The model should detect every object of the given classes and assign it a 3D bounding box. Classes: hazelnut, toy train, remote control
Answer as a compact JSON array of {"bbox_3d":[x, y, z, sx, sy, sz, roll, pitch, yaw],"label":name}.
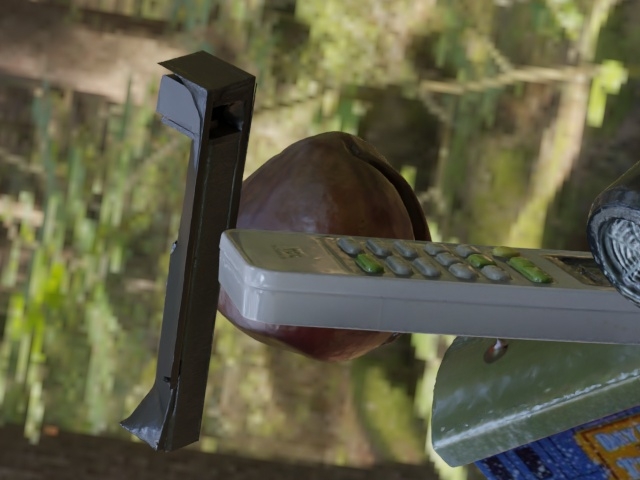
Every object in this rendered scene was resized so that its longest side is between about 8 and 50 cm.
[{"bbox_3d":[0.000,0.000,1.446,0.204,0.178,0.178,-40,-39,-66],"label":"hazelnut"},{"bbox_3d":[0.230,0.101,1.145,0.299,0.202,0.131,-25,27,35],"label":"toy train"},{"bbox_3d":[0.076,0.024,0.958,0.103,0.250,0.034,-132,48,-74],"label":"remote control"}]

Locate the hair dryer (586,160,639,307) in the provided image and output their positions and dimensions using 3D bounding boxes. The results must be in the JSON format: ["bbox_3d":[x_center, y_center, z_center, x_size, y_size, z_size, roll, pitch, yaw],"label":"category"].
[{"bbox_3d":[0.239,0.022,0.861,0.124,0.219,0.071,-40,-22,-28],"label":"hair dryer"}]

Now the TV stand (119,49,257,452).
[{"bbox_3d":[-0.086,0.012,1.164,0.040,0.049,0.256,-21,-49,-43],"label":"TV stand"}]
